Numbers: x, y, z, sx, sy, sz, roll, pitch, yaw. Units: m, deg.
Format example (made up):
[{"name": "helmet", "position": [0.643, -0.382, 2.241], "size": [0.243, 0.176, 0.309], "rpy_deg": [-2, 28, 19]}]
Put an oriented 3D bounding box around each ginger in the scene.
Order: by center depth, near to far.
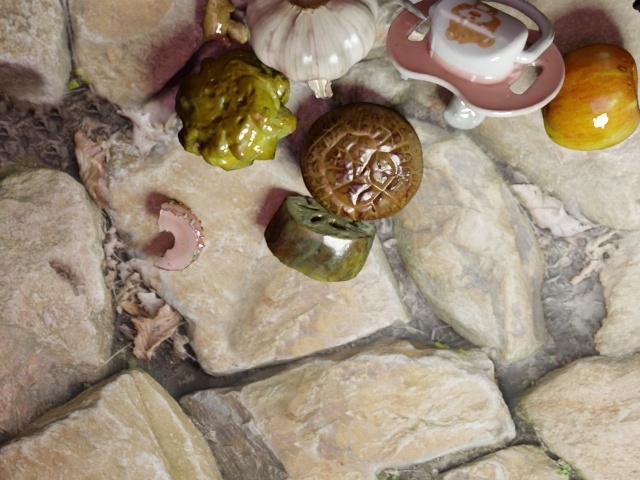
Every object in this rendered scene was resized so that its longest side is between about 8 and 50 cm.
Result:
[{"name": "ginger", "position": [-0.224, -0.479, 1.456], "size": [0.193, 0.052, 0.176], "rpy_deg": [15, 119, 2]}]

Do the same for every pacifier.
[{"name": "pacifier", "position": [0.278, -0.325, 1.368], "size": [0.332, 0.220, 0.273], "rpy_deg": [32, 117, 20]}]

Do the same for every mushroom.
[{"name": "mushroom", "position": [0.085, -0.157, 1.505], "size": [0.253, 0.153, 0.253], "rpy_deg": [1, 103, 4]}]

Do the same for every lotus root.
[{"name": "lotus root", "position": [0.000, 0.000, 1.596], "size": [0.235, 0.138, 0.119], "rpy_deg": [19, 124, -7]}]

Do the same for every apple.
[{"name": "apple", "position": [0.496, -0.261, 1.386], "size": [0.196, 0.196, 0.196], "rpy_deg": [3, 113, 6]}]

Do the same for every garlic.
[{"name": "garlic", "position": [-0.007, -0.372, 1.414], "size": [0.245, 0.245, 0.253], "rpy_deg": [-1, 145, 7]}]

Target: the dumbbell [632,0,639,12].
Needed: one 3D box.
[{"name": "dumbbell", "position": [0.583, -0.474, 1.331], "size": [0.099, 0.099, 0.208], "rpy_deg": [-33, 104, 19]}]

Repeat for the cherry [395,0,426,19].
[{"name": "cherry", "position": [0.168, -0.565, 1.245], "size": [0.291, 0.335, 0.326], "rpy_deg": [35, 150, 31]}]

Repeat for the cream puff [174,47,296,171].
[{"name": "cream puff", "position": [-0.165, -0.248, 1.467], "size": [0.244, 0.196, 0.244], "rpy_deg": [2, 92, 48]}]

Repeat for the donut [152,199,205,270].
[{"name": "donut", "position": [-0.306, -0.007, 1.658], "size": [0.117, 0.065, 0.166], "rpy_deg": [13, 115, 3]}]
